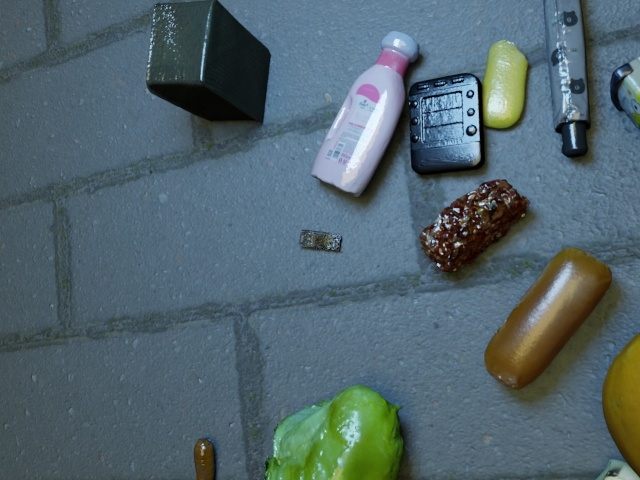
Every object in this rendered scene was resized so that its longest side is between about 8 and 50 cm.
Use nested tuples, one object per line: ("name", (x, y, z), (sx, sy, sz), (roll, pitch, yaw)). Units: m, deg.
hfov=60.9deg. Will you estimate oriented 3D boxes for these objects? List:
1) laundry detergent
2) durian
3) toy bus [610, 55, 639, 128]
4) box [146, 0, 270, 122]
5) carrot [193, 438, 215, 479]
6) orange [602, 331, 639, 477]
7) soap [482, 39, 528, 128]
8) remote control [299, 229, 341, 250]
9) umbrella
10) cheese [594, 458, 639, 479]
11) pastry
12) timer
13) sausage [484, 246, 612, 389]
("laundry detergent", (0.099, -0.262, 1.125), (0.159, 0.088, 0.335), (28, 94, 43))
("durian", (0.017, 0.430, 1.031), (0.339, 0.204, 0.256), (-31, 61, 20))
("toy bus", (0.647, -0.273, 0.861), (0.305, 0.143, 0.179), (-31, 67, 19))
("box", (-0.233, -0.372, 1.179), (0.143, 0.273, 0.184), (6, 88, 20))
("carrot", (-0.258, 0.552, 1.220), (0.048, 0.048, 0.216), (-2, 89, 22))
("orange", (0.568, 0.245, 0.766), (0.312, 0.312, 0.312), (-2, 84, 22))
("soap", (0.356, -0.300, 1.055), (0.089, 0.033, 0.168), (13, 90, 21))
("remote control", (0.000, 0.000, 1.182), (0.096, 0.014, 0.039), (7, 87, 22))
("umbrella", (0.452, -0.319, 0.996), (0.067, 0.073, 0.337), (-8, 82, 41))
("cheese", (0.556, 0.482, 0.880), (0.255, 0.050, 0.127), (38, 99, 22))
("pastry", (0.283, -0.031, 1.021), (0.208, 0.115, 0.097), (-43, 59, 15))
("timer", (0.251, -0.228, 1.081), (0.144, 0.055, 0.187), (-2, 88, 32))
("sausage", (0.395, 0.139, 0.958), (0.105, 0.105, 0.274), (37, 99, 21))
